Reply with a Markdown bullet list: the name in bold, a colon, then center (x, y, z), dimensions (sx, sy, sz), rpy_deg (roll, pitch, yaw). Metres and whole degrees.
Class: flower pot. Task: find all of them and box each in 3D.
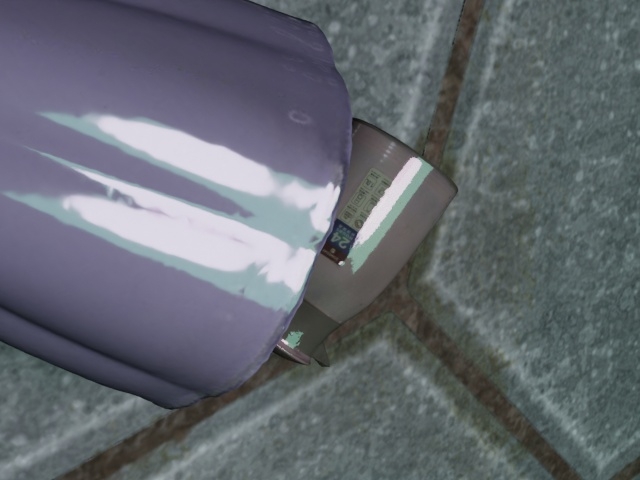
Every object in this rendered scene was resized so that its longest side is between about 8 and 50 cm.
- **flower pot**: center (-0.152, -0.047, 0.701), dimensions (0.243, 0.265, 0.265), rpy_deg (17, 95, -30)

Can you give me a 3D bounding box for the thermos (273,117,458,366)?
- **thermos**: center (0.000, 0.000, 0.933), dimensions (0.137, 0.105, 0.193), rpy_deg (35, 89, -14)
